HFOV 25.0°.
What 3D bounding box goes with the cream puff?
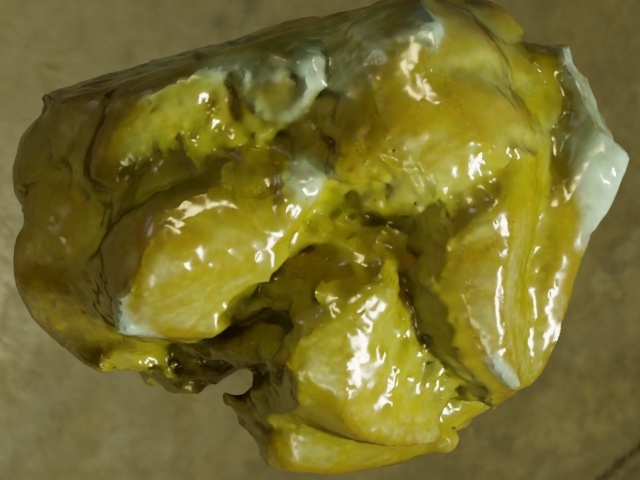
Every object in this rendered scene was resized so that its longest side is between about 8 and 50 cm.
[{"bbox_3d":[0.000,0.000,0.898,0.378,0.378,0.275,-22,104,-28],"label":"cream puff"}]
